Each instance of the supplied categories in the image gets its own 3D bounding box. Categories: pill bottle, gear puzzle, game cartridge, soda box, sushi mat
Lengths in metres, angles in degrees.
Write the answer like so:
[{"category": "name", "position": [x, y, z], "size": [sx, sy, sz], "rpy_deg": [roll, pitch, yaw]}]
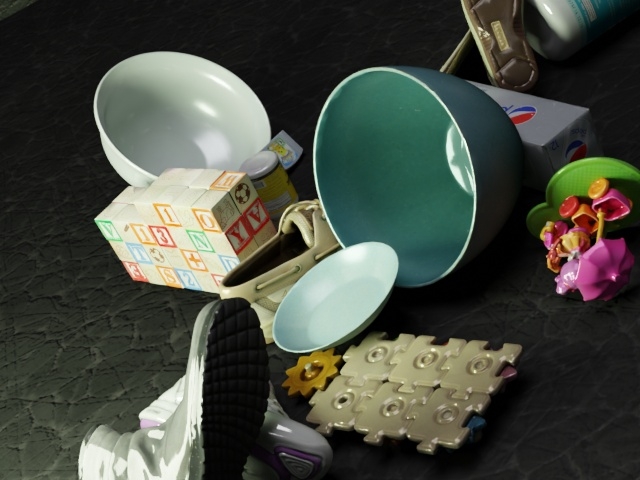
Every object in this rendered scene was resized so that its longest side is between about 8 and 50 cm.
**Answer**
[{"category": "pill bottle", "position": [0.441, -0.409, 2.121], "size": [0.264, 0.146, 0.146], "rpy_deg": [-34, 31, -11]}, {"category": "gear puzzle", "position": [0.078, 0.185, 1.614], "size": [0.339, 0.044, 0.175], "rpy_deg": [2, 43, 44]}, {"category": "pill bottle", "position": [-0.072, -0.074, 2.041], "size": [0.065, 0.116, 0.065], "rpy_deg": [-19, 32, 12]}, {"category": "game cartridge", "position": [-0.065, -0.142, 2.200], "size": [0.017, 0.056, 0.083], "rpy_deg": [-41, 5, 47]}, {"category": "soda box", "position": [0.266, -0.151, 1.921], "size": [0.098, 0.091, 0.286], "rpy_deg": [-38, 32, -21]}, {"category": "sushi mat", "position": [0.226, -0.303, 2.156], "size": [0.019, 0.151, 0.316], "rpy_deg": [31, 49, 3]}]

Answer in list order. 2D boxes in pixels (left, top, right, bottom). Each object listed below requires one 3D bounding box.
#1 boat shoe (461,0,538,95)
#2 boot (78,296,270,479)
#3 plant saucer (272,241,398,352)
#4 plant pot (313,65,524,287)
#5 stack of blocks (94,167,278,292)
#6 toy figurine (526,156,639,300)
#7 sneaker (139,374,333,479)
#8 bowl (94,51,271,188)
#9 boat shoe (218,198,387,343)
[{"category": "boat shoe", "position": [0.272, -0.330, 2.071], "size": [0.095, 0.095, 0.257], "rpy_deg": [-9, 75, 4]}, {"category": "boot", "position": [-0.182, 0.225, 1.513], "size": [0.223, 0.118, 0.338], "rpy_deg": [3, 85, 37]}, {"category": "plant saucer", "position": [0.027, 0.083, 1.737], "size": [0.195, 0.037, 0.195], "rpy_deg": [-30, 28, 18]}, {"category": "plant pot", "position": [0.160, -0.100, 1.789], "size": [0.195, 0.290, 0.290], "rpy_deg": [-17, 19, -40]}, {"category": "stack of blocks", "position": [-0.201, -0.016, 2.003], "size": [0.297, 0.171, 0.087], "rpy_deg": [6, 43, 44]}, {"category": "toy figurine", "position": [0.322, 0.008, 1.637], "size": [0.173, 0.130, 0.159], "rpy_deg": [-32, 32, 37]}, {"category": "sneaker", "position": [-0.091, 0.208, 1.629], "size": [0.305, 0.114, 0.152], "rpy_deg": [8, 46, 44]}, {"category": "bowl", "position": [-0.241, -0.165, 2.238], "size": [0.298, 0.134, 0.298], "rpy_deg": [11, 51, -14]}, {"category": "boat shoe", "position": [0.000, 0.000, 1.879], "size": [0.122, 0.110, 0.341], "rpy_deg": [13, 49, 48]}]
